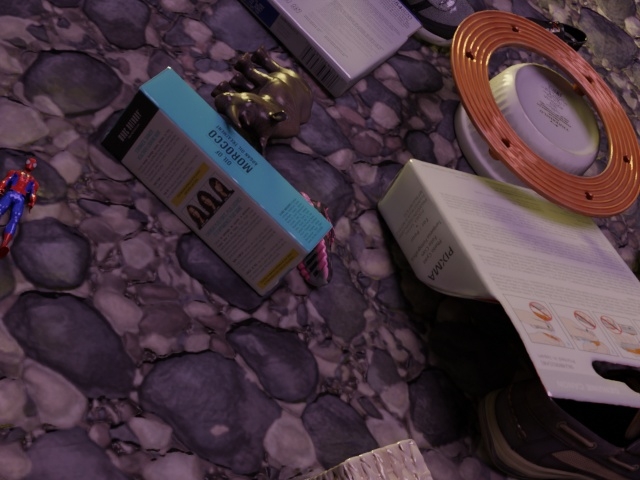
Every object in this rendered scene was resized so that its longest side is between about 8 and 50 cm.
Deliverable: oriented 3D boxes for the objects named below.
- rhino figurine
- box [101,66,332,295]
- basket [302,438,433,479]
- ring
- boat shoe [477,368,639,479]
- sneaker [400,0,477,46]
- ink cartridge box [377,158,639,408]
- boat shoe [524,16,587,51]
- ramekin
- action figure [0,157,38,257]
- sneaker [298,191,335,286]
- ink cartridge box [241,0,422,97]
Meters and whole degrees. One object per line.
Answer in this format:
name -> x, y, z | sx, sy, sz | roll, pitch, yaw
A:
rhino figurine -> -0.065, -0.158, 1.197 | 0.106, 0.073, 0.243 | 40, 19, -5
box -> -0.111, -0.061, 1.116 | 0.244, 0.100, 0.060 | 45, 42, -3
basket -> 0.058, 0.284, 0.992 | 0.113, 0.103, 0.167 | -8, 64, -42
ring -> 0.305, -0.171, 1.412 | 0.336, 0.032, 0.337 | 20, 49, -25
boat shoe -> 0.354, 0.227, 1.243 | 0.355, 0.130, 0.132 | 9, 55, -33
sneaker -> 0.150, -0.397, 1.516 | 0.268, 0.153, 0.101 | 37, 60, -8
ink cartridge box -> 0.272, 0.075, 1.250 | 0.308, 0.091, 0.385 | 12, 37, -33
boat shoe -> 0.395, -0.355, 1.769 | 0.133, 0.042, 0.049 | 13, 54, -29
ramekin -> 0.306, -0.158, 1.506 | 0.207, 0.109, 0.207 | 20, 49, -25
action figure -> -0.297, -0.037, 1.009 | 0.038, 0.030, 0.115 | 24, 46, -16
sneaker -> 0.000, 0.000, 1.204 | 0.057, 0.047, 0.119 | 16, 52, -44
ink cartridge box -> 0.009, -0.325, 1.440 | 0.223, 0.045, 0.224 | 46, 44, 2
